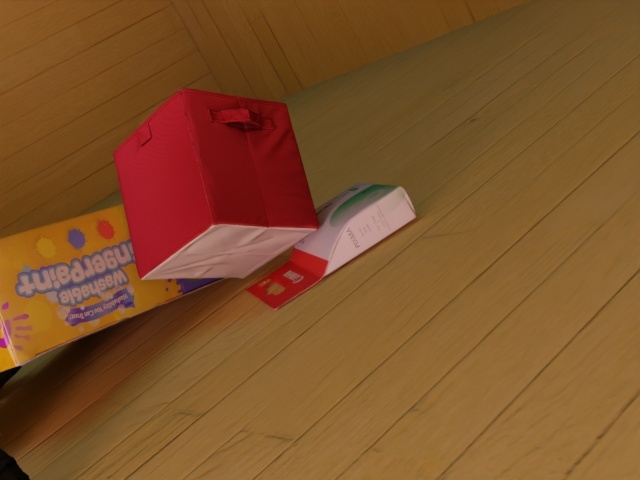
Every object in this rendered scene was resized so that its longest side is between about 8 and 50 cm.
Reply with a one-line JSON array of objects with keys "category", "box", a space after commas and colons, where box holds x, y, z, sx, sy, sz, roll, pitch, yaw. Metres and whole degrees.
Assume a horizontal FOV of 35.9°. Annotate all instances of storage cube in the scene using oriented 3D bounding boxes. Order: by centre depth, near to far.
[{"category": "storage cube", "box": [-0.144, -0.069, 1.341, 0.184, 0.193, 0.215, 2, -24, -43]}]

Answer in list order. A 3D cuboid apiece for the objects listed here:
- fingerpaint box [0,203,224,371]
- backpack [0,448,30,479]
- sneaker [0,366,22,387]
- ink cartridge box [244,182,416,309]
[{"category": "fingerpaint box", "box": [-0.404, 0.075, 1.430, 0.371, 0.163, 0.445, -19, 2, 35]}, {"category": "backpack", "box": [-0.351, 0.266, 0.977, 0.101, 0.098, 0.120, -26, 14, 29]}, {"category": "sneaker", "box": [-0.562, 0.235, 1.625, 0.192, 0.064, 0.086, -31, -10, 35]}, {"category": "ink cartridge box", "box": [0.000, 0.000, 1.330, 0.225, 0.056, 0.181, -31, 13, -12]}]
